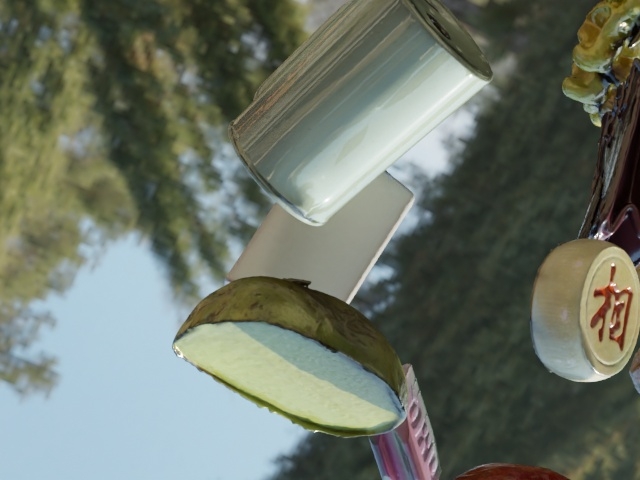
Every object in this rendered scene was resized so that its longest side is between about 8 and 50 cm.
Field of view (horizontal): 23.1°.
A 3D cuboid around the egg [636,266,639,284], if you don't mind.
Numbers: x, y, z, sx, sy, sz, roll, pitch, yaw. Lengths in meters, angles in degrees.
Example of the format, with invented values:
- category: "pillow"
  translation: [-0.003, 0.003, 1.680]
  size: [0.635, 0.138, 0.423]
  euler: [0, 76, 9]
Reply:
- category: "egg"
  translation: [0.363, 0.029, 1.700]
  size: [0.071, 0.083, 0.071]
  euler: [-7, -163, 2]

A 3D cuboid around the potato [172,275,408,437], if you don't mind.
- category: "potato"
  translation: [-0.015, 0.105, 1.638]
  size: [0.271, 0.160, 0.111]
  euler: [32, -131, -30]

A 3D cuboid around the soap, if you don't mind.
- category: "soap"
  translation: [0.097, 0.235, 1.863]
  size: [0.056, 0.149, 0.100]
  euler: [-14, -168, 20]

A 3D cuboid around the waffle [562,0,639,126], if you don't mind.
- category: "waffle"
  translation: [0.452, -0.321, 2.048]
  size: [0.095, 0.382, 0.379]
  euler: [34, -170, 20]

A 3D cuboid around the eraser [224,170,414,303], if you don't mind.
- category: "eraser"
  translation: [0.000, 0.000, 2.321]
  size: [0.174, 0.270, 0.095]
  euler: [31, 162, 6]

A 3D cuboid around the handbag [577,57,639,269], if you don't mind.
- category: "handbag"
  translation: [0.322, -0.071, 1.614]
  size: [0.074, 0.216, 0.203]
  euler: [15, 164, 3]

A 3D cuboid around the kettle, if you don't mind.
- category: "kettle"
  translation: [0.037, -0.212, 2.117]
  size: [0.265, 0.318, 0.205]
  euler: [55, -159, 22]

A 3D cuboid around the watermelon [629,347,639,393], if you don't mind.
- category: "watermelon"
  translation: [0.549, 0.184, 2.075]
  size: [0.302, 0.264, 0.151]
  euler: [52, 158, -15]

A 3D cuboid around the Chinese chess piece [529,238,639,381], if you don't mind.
- category: "Chinese chess piece"
  translation: [0.227, 0.059, 1.329]
  size: [0.051, 0.122, 0.122]
  euler: [5, 180, 39]

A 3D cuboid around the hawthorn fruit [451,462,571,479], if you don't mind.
- category: "hawthorn fruit"
  translation: [0.203, 0.320, 1.572]
  size: [0.205, 0.205, 0.253]
  euler: [20, 160, -18]
